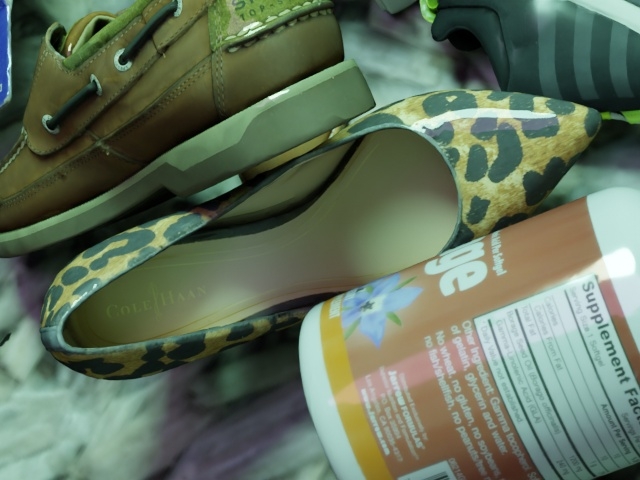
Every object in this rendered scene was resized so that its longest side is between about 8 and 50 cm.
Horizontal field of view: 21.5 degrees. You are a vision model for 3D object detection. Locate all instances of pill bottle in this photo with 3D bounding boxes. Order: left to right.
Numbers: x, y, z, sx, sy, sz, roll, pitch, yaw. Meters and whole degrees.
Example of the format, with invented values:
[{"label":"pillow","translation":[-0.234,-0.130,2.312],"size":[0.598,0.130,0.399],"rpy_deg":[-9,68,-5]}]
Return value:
[{"label":"pill bottle","translation":[0.109,0.048,0.764],"size":[0.216,0.121,0.121],"rpy_deg":[-22,59,13]}]

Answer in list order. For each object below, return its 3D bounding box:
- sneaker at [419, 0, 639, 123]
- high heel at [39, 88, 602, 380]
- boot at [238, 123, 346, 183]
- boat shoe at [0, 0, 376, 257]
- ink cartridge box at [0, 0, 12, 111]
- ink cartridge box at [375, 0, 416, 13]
[{"label":"sneaker","translation":[0.146,-0.084,0.851],"size":[0.235,0.084,0.097],"rpy_deg":[40,111,34]},{"label":"high heel","translation":[0.000,0.000,0.794],"size":[0.261,0.186,0.093],"rpy_deg":[-20,95,23]},{"label":"boot","translation":[-0.045,-0.133,0.899],"size":[0.073,0.152,0.197],"rpy_deg":[-10,63,20]},{"label":"boat shoe","translation":[-0.090,-0.071,0.851],"size":[0.307,0.111,0.104],"rpy_deg":[-20,97,49]},{"label":"ink cartridge box","translation":[-0.247,-0.215,0.983],"size":[0.176,0.069,0.370],"rpy_deg":[-28,59,42]},{"label":"ink cartridge box","translation":[0.086,-0.241,0.887],"size":[0.219,0.160,0.092],"rpy_deg":[-29,57,9]}]
